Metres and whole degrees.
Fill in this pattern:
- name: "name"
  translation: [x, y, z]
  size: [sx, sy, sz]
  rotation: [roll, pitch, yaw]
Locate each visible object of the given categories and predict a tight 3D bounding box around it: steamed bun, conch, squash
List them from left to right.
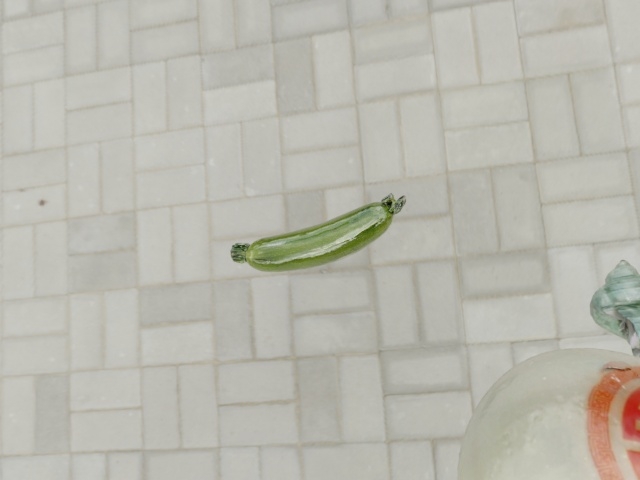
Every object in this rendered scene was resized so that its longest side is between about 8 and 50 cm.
- name: "squash"
  translation: [0.000, 0.002, 1.177]
  size: [0.318, 0.071, 0.080]
  rotation: [-17, 47, 7]
- name: "steamed bun"
  translation: [0.270, 0.219, 0.613]
  size: [0.282, 0.177, 0.283]
  rotation: [13, 50, -16]
- name: "conch"
  translation: [0.748, 0.177, 1.672]
  size: [0.195, 0.220, 0.277]
  rotation: [-15, 59, 33]
